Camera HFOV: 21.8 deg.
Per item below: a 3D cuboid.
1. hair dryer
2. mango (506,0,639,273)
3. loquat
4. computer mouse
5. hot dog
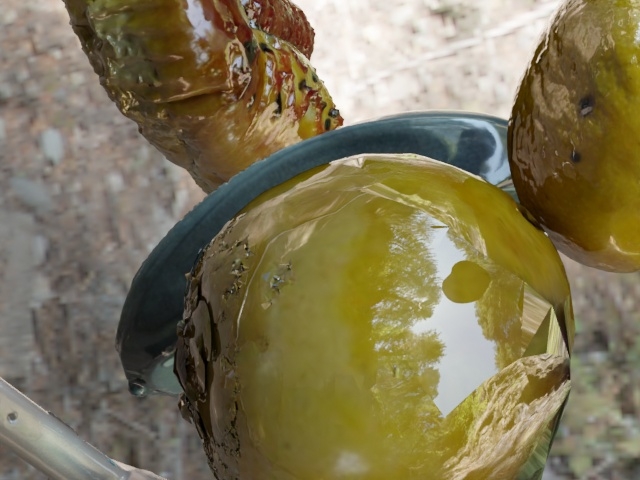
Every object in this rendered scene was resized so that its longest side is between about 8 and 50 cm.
[{"bbox_3d":[-0.194,0.140,1.125,0.220,0.195,0.053,36,74,-25],"label":"hair dryer"},{"bbox_3d":[0.172,-0.083,1.017,0.109,0.157,0.262,12,31,-12],"label":"mango"},{"bbox_3d":[0.030,0.064,0.943,0.235,0.235,0.235,12,75,-50],"label":"loquat"},{"bbox_3d":[-0.001,-0.002,1.312,0.114,0.374,0.203,63,1,23],"label":"computer mouse"},{"bbox_3d":[-0.125,-0.241,1.609,0.365,0.196,0.367,42,28,-59],"label":"hot dog"}]
